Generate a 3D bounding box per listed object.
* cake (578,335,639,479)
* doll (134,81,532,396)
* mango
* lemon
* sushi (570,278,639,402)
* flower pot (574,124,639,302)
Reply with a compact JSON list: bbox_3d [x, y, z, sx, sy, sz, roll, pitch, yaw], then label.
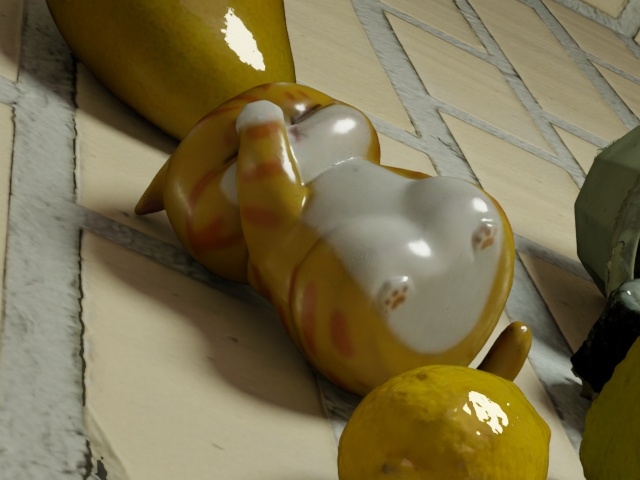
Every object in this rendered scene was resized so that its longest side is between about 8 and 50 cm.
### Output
[{"bbox_3d":[0.317,0.155,1.292,0.260,0.179,0.156,22,19,-22],"label":"cake"},{"bbox_3d":[0.009,-0.006,1.299,0.166,0.162,0.269,-25,56,-31],"label":"doll"},{"bbox_3d":[-0.123,-0.195,1.616,0.211,0.173,0.317,21,30,-43],"label":"mango"},{"bbox_3d":[0.073,0.125,1.097,0.114,0.114,0.155,37,17,24],"label":"lemon"},{"bbox_3d":[0.292,0.124,1.452,0.212,0.115,0.147,29,14,5],"label":"sushi"},{"bbox_3d":[0.348,0.007,1.685,0.290,0.290,0.259,25,4,-14],"label":"flower pot"}]
